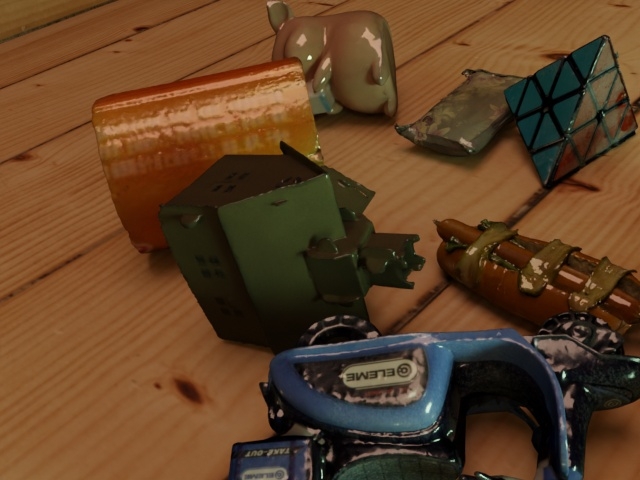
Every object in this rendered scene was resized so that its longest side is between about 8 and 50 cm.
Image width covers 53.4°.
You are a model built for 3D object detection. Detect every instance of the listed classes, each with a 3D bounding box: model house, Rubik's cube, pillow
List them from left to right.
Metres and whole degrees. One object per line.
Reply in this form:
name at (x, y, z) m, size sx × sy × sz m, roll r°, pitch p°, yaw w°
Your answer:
model house at (0.000, 0.000, 0.701) m, size 0.243 × 0.211 × 0.204 m, roll 4°, pitch 39°, yaw 30°
pillow at (0.253, -0.212, 1.063) m, size 0.169 × 0.059 × 0.255 m, roll 25°, pitch 51°, yaw 35°
Rubik's cube at (0.368, -0.197, 0.974) m, size 0.190 × 0.212 × 0.178 m, roll 7°, pitch 20°, yaw -38°

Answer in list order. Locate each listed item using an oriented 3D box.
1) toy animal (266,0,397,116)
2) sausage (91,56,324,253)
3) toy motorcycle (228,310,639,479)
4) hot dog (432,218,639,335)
toy animal at (0.026, -0.327, 1.200) m, size 0.256 × 0.195 × 0.213 m, roll 2°, pitch 60°, yaw 20°
sausage at (-0.147, -0.119, 0.908) m, size 0.286 × 0.233 × 0.233 m, roll -11°, pitch 35°, yaw -2°
toy motorcycle at (0.106, 0.162, 0.535) m, size 0.358 × 0.125 × 0.213 m, roll -8°, pitch 43°, yaw 9°
hot dog at (0.232, 0.036, 0.710) m, size 0.109 × 0.072 × 0.269 m, roll -32°, pitch 41°, yaw -31°
